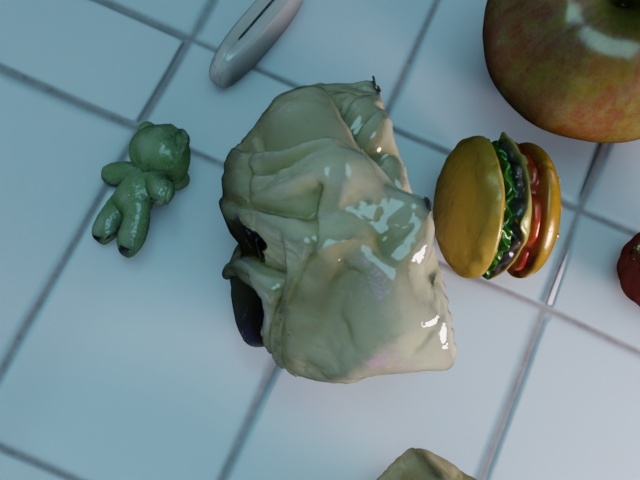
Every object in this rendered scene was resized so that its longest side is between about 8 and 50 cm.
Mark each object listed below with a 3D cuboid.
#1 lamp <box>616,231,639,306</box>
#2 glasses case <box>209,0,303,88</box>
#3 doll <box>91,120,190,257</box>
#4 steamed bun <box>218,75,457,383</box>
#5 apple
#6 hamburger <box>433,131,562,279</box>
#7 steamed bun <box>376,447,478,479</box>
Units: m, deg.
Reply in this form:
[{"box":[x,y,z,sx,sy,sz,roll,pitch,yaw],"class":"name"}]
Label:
[{"box":[0.375,0.030,0.966,0.101,0.090,0.101,-22,50,29],"class":"lamp"},{"box":[-0.071,-0.243,1.023,0.041,0.063,0.164,36,74,7],"class":"glasses case"},{"box":[-0.190,-0.056,0.961,0.115,0.077,0.150,22,81,41],"class":"doll"},{"box":[0.000,0.000,0.866,0.206,0.275,0.320,-14,39,3],"class":"steamed bun"},{"box":[0.299,-0.221,0.962,0.256,0.234,0.257,2,75,-7],"class":"apple"},{"box":[0.185,-0.035,0.939,0.115,0.162,0.162,2,73,-11],"class":"hamburger"},{"box":[0.131,0.301,0.837,0.155,0.172,0.141,25,108,-29],"class":"steamed bun"}]
